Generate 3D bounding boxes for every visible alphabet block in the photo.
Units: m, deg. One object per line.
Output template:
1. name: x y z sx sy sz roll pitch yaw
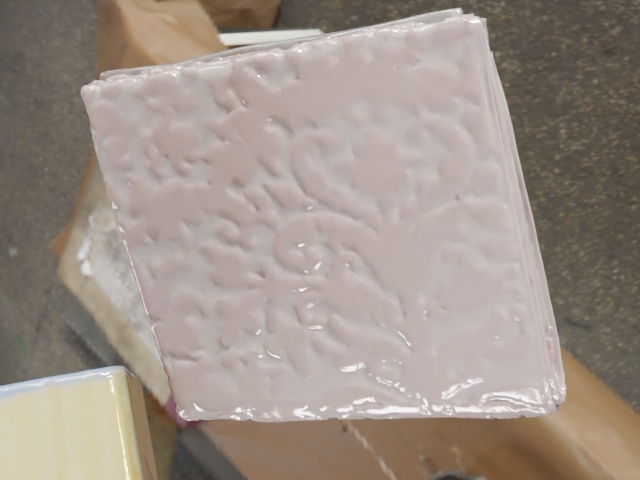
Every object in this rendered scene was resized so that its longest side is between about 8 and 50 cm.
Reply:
1. alphabet block: -0.220 0.214 0.842 0.193 0.192 0.197 107 153 -79

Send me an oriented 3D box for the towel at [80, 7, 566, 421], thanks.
1. towel: 0.000 0.000 0.838 0.331 0.053 0.317 -5 113 24
